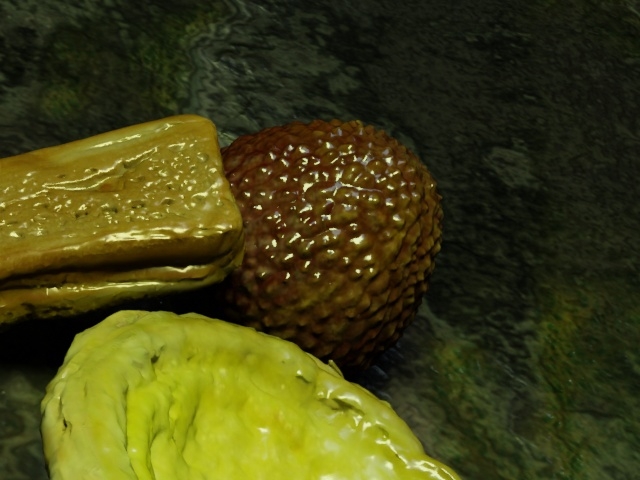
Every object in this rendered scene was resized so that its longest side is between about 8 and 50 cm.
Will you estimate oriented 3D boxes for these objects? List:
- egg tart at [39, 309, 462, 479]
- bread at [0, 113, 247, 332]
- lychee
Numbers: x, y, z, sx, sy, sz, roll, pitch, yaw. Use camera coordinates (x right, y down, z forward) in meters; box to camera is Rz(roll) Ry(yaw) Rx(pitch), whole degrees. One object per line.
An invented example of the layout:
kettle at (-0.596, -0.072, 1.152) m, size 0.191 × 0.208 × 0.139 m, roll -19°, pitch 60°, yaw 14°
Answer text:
egg tart at (-0.029, 0.185, 1.081) m, size 0.345 × 0.132 × 0.345 m, roll 29°, pitch 23°, yaw -14°
bread at (-0.188, -0.005, 1.236) m, size 0.270 × 0.077 × 0.139 m, roll -15°, pitch 49°, yaw -6°
lychee at (-0.005, 0.000, 1.335) m, size 0.194 × 0.194 × 0.194 m, roll 15°, pitch 35°, yaw -11°
